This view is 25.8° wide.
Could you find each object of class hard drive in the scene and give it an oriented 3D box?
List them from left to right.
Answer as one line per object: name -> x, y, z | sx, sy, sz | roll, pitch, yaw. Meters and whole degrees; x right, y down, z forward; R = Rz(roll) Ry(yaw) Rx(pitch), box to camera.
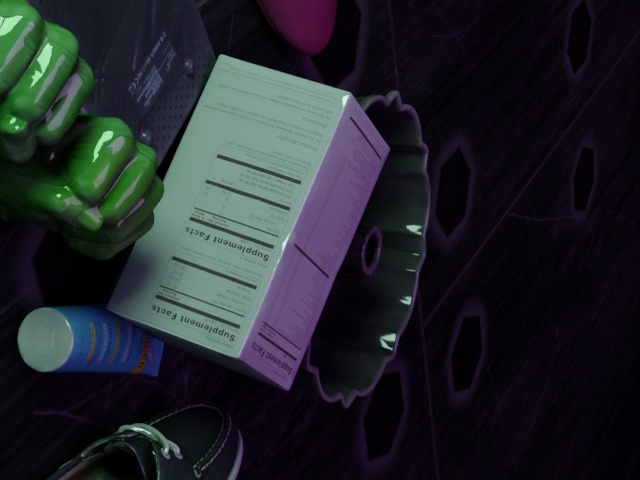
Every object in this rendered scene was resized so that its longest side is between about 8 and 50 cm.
hard drive -> -0.171, -0.175, 1.105 | 0.172, 0.054, 0.254 | -65, 150, -30

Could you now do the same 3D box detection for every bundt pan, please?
bundt pan -> 0.000, 0.000, 1.460 | 0.331, 0.124, 0.330 | -39, 134, -56

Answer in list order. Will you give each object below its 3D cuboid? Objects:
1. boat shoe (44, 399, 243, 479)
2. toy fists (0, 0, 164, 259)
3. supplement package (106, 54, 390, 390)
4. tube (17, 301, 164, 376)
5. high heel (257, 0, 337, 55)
boat shoe -> -0.166, 0.215, 1.219 | 0.302, 0.114, 0.091 | -45, 142, -51
toy fists -> -0.212, -0.082, 1.005 | 0.096, 0.142, 0.279 | -66, 149, -27
supplement package -> -0.058, -0.013, 1.223 | 0.244, 0.134, 0.139 | -67, 157, -11
tube -> -0.186, 0.084, 1.222 | 0.207, 0.052, 0.080 | 5, 100, -69
high heel -> 0.014, -0.342, 1.329 | 0.127, 0.181, 0.377 | -53, 142, -43
